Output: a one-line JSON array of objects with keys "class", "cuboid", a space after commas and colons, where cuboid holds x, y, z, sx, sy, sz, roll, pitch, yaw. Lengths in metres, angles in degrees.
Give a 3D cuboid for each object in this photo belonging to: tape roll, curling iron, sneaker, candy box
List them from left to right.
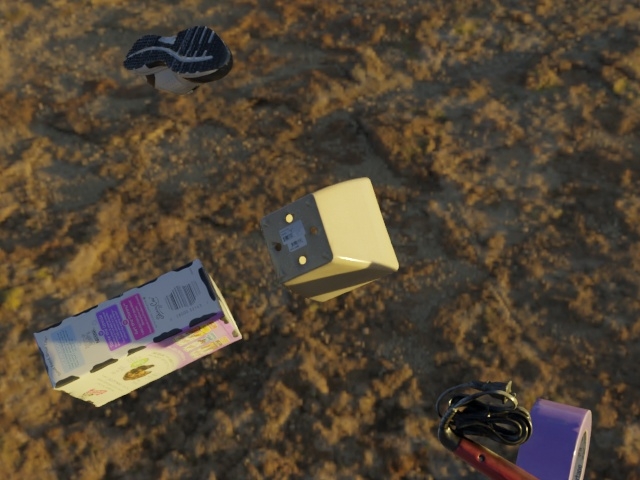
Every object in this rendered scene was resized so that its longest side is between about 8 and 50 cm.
[{"class": "candy box", "cuboid": [-0.202, 0.111, 1.000, 0.196, 0.165, 0.070, -25, 73, -5]}, {"class": "sneaker", "cuboid": [-0.095, -0.127, 0.630, 0.109, 0.043, 0.040, 13, 71, 46]}, {"class": "tape roll", "cuboid": [0.356, 0.343, 1.334, 0.080, 0.189, 0.189, 11, 37, 24]}, {"class": "curling iron", "cuboid": [0.201, 0.199, 0.644, 0.274, 0.068, 0.035, 39, 20, 6]}]

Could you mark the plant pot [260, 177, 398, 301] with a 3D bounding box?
[{"class": "plant pot", "cuboid": [0.000, 0.000, 0.915, 0.109, 0.109, 0.096, -25, -13, 30]}]
